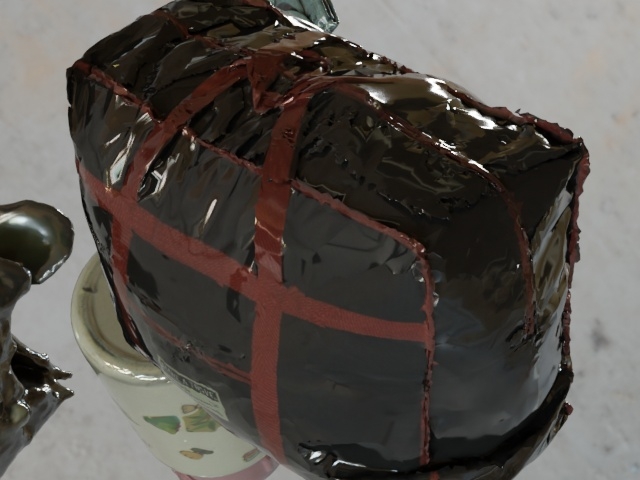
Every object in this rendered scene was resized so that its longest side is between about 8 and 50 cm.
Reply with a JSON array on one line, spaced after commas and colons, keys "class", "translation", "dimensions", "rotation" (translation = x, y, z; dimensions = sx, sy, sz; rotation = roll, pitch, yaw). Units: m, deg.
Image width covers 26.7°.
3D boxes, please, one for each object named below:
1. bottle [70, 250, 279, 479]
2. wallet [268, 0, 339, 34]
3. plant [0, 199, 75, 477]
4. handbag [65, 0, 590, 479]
[{"class": "bottle", "translation": [-0.079, 0.093, 0.915], "dimensions": [0.253, 0.120, 0.120], "rotation": [74, 3, -60]}, {"class": "wallet", "translation": [-0.039, -0.162, 1.094], "dimensions": [0.026, 0.129, 0.088], "rotation": [5, 52, -41]}, {"class": "plant", "translation": [-0.306, 0.080, 1.072], "dimensions": [0.276, 0.199, 0.188], "rotation": [-68, 152, -18]}, {"class": "handbag", "translation": [0.000, 0.000, 0.557], "dimensions": [0.215, 0.169, 0.155], "rotation": [27, 48, 34]}]
